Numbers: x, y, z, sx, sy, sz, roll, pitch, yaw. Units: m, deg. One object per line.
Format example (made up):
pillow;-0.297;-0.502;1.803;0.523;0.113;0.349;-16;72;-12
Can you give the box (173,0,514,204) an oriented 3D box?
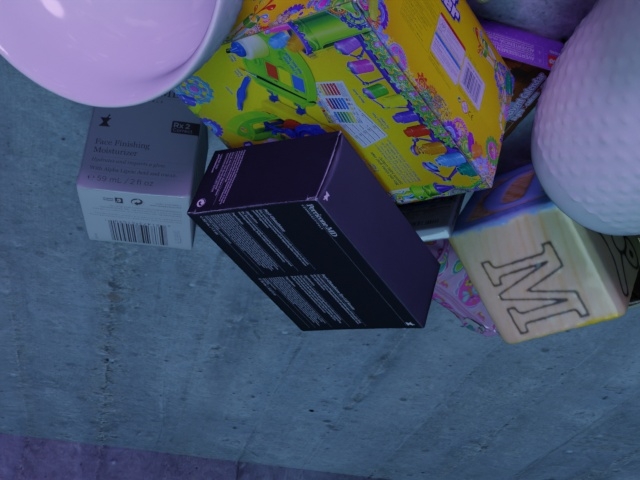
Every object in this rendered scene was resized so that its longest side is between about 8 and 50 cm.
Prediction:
box;0.023;-0.189;1.110;0.279;0.177;0.290;-9;139;36

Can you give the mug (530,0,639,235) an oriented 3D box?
mug;0.439;-0.139;1.090;0.374;0.276;0.328;25;141;-12

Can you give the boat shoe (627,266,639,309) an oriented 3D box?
boat shoe;0.574;0.077;1.680;0.258;0.095;0.095;-13;152;26

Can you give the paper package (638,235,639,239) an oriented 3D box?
paper package;0.629;0.019;1.289;0.325;0.309;0.168;-34;138;21

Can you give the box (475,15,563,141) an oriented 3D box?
box;0.162;-0.183;1.302;0.201;0.057;0.293;13;149;-14

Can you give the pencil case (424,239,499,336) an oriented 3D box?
pencil case;0.235;0.064;1.667;0.124;0.124;0.284;-16;144;31

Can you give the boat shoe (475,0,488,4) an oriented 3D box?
boat shoe;0.174;-0.327;1.051;0.060;0.064;0.178;-14;152;19

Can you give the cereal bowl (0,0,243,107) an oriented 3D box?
cereal bowl;-0.210;-0.313;0.964;0.339;0.141;0.338;12;122;19

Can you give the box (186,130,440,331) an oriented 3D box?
box;0.000;0.000;1.151;0.184;0.103;0.261;-2;143;36

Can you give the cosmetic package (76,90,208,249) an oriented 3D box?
cosmetic package;-0.241;-0.105;1.355;0.151;0.183;0.151;5;152;-3

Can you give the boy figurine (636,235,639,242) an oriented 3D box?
boy figurine;0.464;-0.018;1.526;0.285;0.092;0.177;-13;146;25

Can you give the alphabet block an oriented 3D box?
alphabet block;0.330;0.005;1.410;0.193;0.192;0.197;-19;108;36

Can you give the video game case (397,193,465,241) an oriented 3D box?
video game case;0.105;-0.038;1.451;0.213;0.193;0.023;-9;113;21
